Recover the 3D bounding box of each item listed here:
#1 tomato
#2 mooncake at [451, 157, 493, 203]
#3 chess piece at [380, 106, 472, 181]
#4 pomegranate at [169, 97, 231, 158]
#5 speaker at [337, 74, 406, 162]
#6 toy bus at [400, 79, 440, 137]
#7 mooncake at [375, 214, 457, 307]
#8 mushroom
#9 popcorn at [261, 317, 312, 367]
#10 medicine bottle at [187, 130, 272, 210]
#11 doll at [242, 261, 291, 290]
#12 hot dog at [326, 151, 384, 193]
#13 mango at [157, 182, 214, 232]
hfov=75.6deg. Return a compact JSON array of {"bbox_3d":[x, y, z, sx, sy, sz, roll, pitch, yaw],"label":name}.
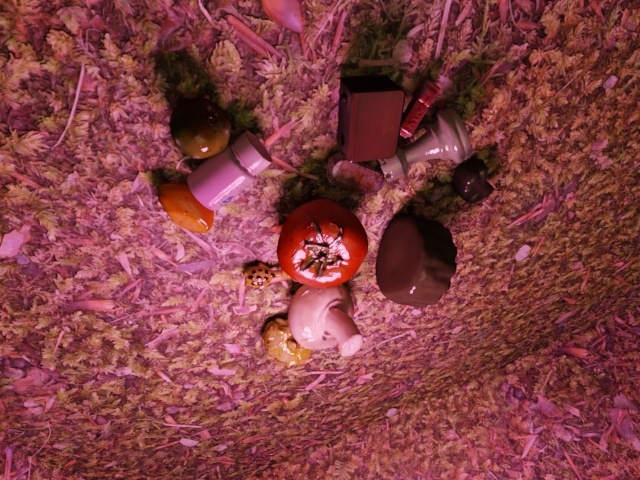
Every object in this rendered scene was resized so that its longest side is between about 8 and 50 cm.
[{"bbox_3d":[0.000,0.000,1.526,0.340,0.273,0.342,-1,121,-2],"label":"tomato"},{"bbox_3d":[0.611,-0.232,1.629,0.175,0.104,0.169,15,117,-31],"label":"mooncake"},{"bbox_3d":[0.351,-0.316,1.438,0.298,0.195,0.195,-23,131,13],"label":"chess piece"},{"bbox_3d":[-0.368,-0.320,1.230,0.179,0.180,0.209,28,147,-33],"label":"pomegranate"},{"bbox_3d":[0.153,-0.389,1.325,0.192,0.153,0.231,-9,130,-11],"label":"speaker"},{"bbox_3d":[0.318,-0.433,1.356,0.065,0.077,0.192,30,95,-15],"label":"toy bus"},{"bbox_3d":[0.377,0.085,1.648,0.194,0.357,0.357,10,124,-21],"label":"mooncake"},{"bbox_3d":[0.019,0.345,1.771,0.314,0.356,0.315,-24,163,-8],"label":"mushroom"},{"bbox_3d":[-0.150,0.468,1.906,0.256,0.195,0.255,33,109,-15],"label":"popcorn"},{"bbox_3d":[-0.290,-0.224,1.327,0.254,0.152,0.152,-35,129,12],"label":"medicine bottle"},{"bbox_3d":[-0.173,0.136,1.696,0.290,0.086,0.117,-8,100,-12],"label":"doll"},{"bbox_3d":[0.131,-0.237,1.502,0.252,0.069,0.131,14,113,-30],"label":"hot dog"},{"bbox_3d":[-0.455,-0.117,1.399,0.141,0.102,0.217,-23,132,34],"label":"mango"}]
